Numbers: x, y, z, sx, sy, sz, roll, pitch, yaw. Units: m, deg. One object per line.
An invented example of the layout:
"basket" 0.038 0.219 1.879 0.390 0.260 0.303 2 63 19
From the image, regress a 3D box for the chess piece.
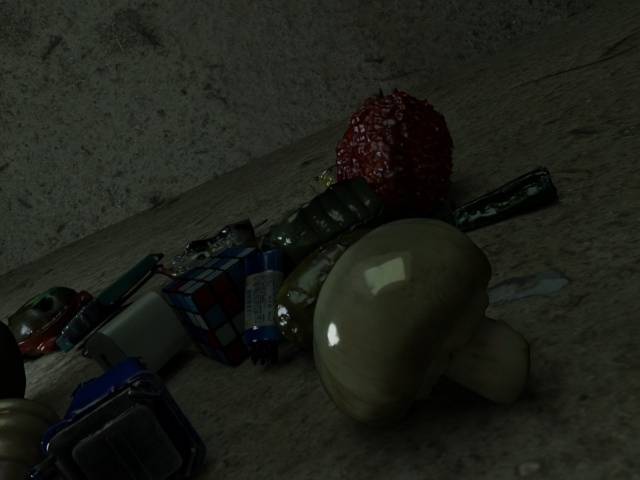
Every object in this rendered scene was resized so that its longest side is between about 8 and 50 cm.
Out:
"chess piece" -0.387 0.362 0.639 0.117 0.117 0.397 -26 34 1

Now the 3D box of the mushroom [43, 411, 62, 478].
"mushroom" -0.499 0.340 0.913 0.166 0.127 0.166 -23 11 5

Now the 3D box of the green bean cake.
"green bean cake" 0.000 0.000 1.046 0.222 0.125 0.227 -30 -17 -28

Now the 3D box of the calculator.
"calculator" -0.542 0.154 1.450 0.274 0.058 0.248 -38 8 33

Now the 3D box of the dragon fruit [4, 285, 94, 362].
"dragon fruit" -0.780 0.229 1.605 0.268 0.130 0.295 -27 18 14

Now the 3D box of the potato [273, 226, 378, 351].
"potato" 0.037 0.073 0.893 0.251 0.149 0.113 -39 0 -24

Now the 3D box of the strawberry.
"strawberry" 0.177 -0.146 1.201 0.292 0.292 0.343 -23 42 10

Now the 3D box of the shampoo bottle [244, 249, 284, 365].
"shampoo bottle" -0.092 0.112 0.928 0.050 0.183 0.087 14 -23 -41

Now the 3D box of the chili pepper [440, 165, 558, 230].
"chili pepper" 0.319 -0.066 1.050 0.226 0.059 0.088 -23 13 22

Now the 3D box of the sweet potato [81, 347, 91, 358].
"sweet potato" -0.518 0.250 1.320 0.153 0.038 0.041 -31 12 29

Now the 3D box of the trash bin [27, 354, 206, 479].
"trash bin" -0.283 0.266 0.791 0.184 0.163 0.234 -32 14 -16

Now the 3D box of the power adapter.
"power adapter" -0.326 0.175 1.100 0.125 0.130 0.205 -37 4 46

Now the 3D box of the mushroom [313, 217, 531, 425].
"mushroom" 0.117 0.107 0.638 0.234 0.254 0.260 31 22 19

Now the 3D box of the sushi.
"sushi" -0.278 0.063 1.407 0.272 0.134 0.109 -20 48 -11

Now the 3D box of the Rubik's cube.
"Rubik's cube" -0.171 0.115 1.041 0.155 0.154 0.151 -36 20 -29

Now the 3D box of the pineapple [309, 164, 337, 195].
"pineapple" 0.095 -0.158 1.483 0.233 0.135 0.079 -32 1 22

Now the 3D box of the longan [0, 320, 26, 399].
"longan" -0.760 0.290 1.062 0.404 0.336 0.404 -12 19 4

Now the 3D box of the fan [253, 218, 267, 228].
"fan" -0.253 0.006 1.563 0.335 0.011 0.229 -27 7 39

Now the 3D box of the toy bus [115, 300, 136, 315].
"toy bus" -0.428 0.191 1.309 0.077 0.079 0.174 -25 16 -11
